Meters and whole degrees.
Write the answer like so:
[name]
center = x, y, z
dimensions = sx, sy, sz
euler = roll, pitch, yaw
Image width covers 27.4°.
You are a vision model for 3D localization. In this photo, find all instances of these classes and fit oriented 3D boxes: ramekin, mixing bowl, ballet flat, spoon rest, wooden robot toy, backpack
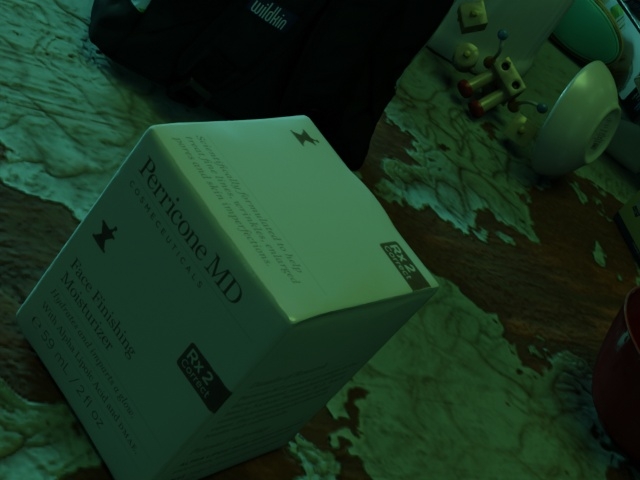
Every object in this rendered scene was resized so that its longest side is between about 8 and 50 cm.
[ramekin]
center = 0.182, -0.336, 1.569
dimensions = 0.277, 0.135, 0.277
euler = 27, 34, -20
[mixing bowl]
center = 0.307, 0.139, 1.154
dimensions = 0.181, 0.098, 0.181
euler = 27, 33, -20
[ballet flat]
center = 0.309, -0.321, 1.743
dimensions = 0.232, 0.080, 0.073
euler = 41, 17, -2
[spoon rest]
center = 0.300, -0.127, 1.469
dimensions = 0.084, 0.137, 0.276
euler = 34, 12, 26
[wooden robot toy]
center = 0.187, -0.176, 1.462
dimensions = 0.173, 0.076, 0.079
euler = 63, -4, 4
[backpack]
center = 0.007, -0.285, 1.122
dimensions = 0.290, 0.355, 0.273
euler = 22, 35, -25

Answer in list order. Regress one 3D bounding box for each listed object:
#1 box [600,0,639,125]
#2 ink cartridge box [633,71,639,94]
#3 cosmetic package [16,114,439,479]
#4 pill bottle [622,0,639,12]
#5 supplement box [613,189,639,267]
[box]
center = 0.450, -0.269, 1.809
dimensions = 0.169, 0.087, 0.290
euler = 13, 42, -36
[ink cartridge box]
center = 0.471, -0.143, 1.599
dimensions = 0.223, 0.045, 0.224
euler = -45, 114, -49
[cosmetic package]
center = -0.060, 0.038, 0.817
dimensions = 0.151, 0.184, 0.151
euler = -11, 58, -51
[pill bottle]
center = 0.432, -0.332, 1.723
dimensions = 0.120, 0.067, 0.067
euler = 30, 33, -13
[supplement box]
center = 0.381, -0.019, 1.436
dimensions = 0.056, 0.083, 0.083
euler = 17, 39, -33
